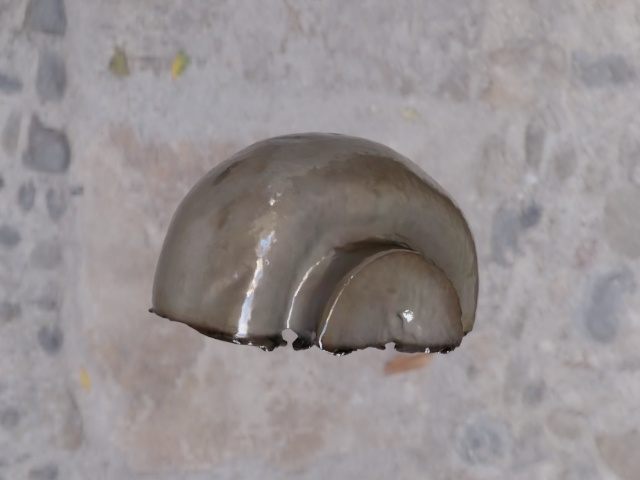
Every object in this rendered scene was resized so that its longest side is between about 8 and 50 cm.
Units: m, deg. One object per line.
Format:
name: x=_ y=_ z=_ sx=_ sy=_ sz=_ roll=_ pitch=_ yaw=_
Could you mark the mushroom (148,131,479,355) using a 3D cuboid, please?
mushroom: x=0.000 y=0.000 z=0.880 sx=0.188 sy=0.141 sz=0.117 roll=-4 pitch=94 yaw=-35
